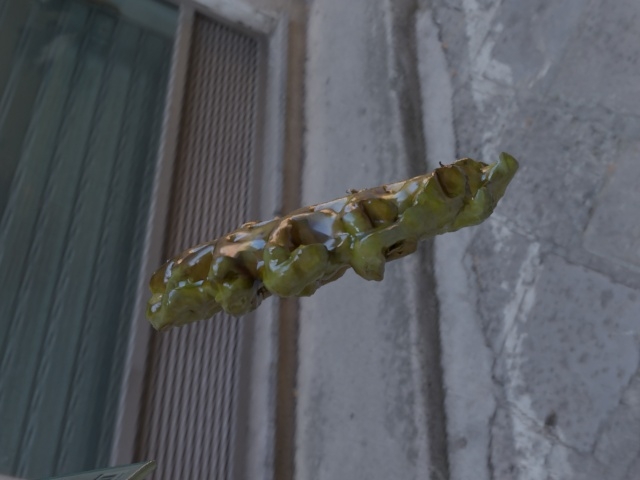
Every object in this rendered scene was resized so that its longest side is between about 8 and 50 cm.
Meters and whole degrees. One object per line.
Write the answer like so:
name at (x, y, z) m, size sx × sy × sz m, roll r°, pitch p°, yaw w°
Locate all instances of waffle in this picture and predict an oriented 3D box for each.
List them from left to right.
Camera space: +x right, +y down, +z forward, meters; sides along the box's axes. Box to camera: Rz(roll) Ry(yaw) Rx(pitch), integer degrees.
waffle at (0.000, 0.000, 0.753) m, size 0.302 × 0.325 × 0.068 m, roll -13°, pitch 94°, yaw 60°

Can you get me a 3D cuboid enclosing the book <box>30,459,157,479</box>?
book at (-0.330, 0.309, 0.978) m, size 0.283 × 0.025 × 0.215 m, roll -20°, pitch 10°, yaw 40°
